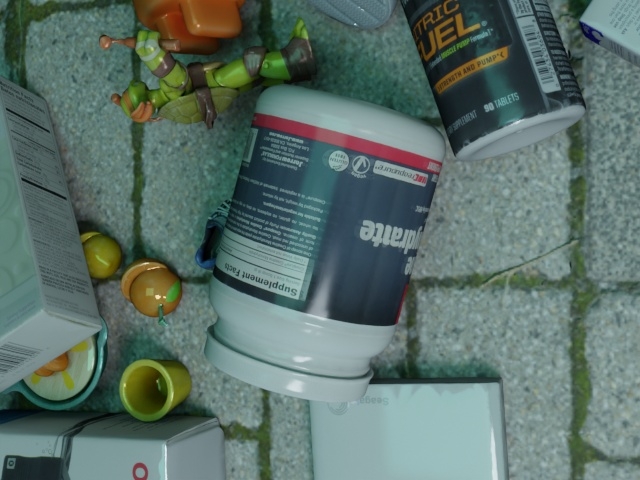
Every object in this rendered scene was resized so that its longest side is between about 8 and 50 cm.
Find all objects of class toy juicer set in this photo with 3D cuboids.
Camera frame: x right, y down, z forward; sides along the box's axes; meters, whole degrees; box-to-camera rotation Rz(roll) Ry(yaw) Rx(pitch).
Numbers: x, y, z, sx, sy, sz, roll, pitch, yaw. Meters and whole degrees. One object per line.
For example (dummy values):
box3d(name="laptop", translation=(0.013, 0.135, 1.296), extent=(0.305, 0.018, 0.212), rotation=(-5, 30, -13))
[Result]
box3d(name="toy juicer set", translation=(-0.307, 0.093, 1.007), extent=(0.328, 0.089, 0.209), rotation=(1, 90, 21))

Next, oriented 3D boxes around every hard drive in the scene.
box3d(name="hard drive", translation=(0.095, 0.298, 0.885), extent=(0.202, 0.040, 0.308), rotation=(-4, 89, 20))

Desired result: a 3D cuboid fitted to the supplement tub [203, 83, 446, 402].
box3d(name="supplement tub", translation=(0.000, 0.000, 0.840), extent=(0.191, 0.191, 0.272), rotation=(17, 96, 19))

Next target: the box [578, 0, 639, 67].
box3d(name="box", translation=(0.331, -0.213, 0.783), extent=(0.137, 0.072, 0.126), rotation=(37, 101, 17))

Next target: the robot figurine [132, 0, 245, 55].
box3d(name="robot figurine", translation=(-0.157, -0.313, 0.934), extent=(0.128, 0.158, 0.220), rotation=(-15, 84, -10))

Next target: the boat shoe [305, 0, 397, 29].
box3d(name="boat shoe", translation=(-0.023, -0.347, 0.861), extent=(0.302, 0.094, 0.109), rotation=(45, 143, -19))

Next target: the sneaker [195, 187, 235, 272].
box3d(name="sneaker", translation=(-0.094, -0.021, 0.946), extent=(0.052, 0.058, 0.135), rotation=(31, 99, 17))

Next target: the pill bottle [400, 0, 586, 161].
box3d(name="pill bottle", translation=(0.151, -0.210, 0.819), extent=(0.130, 0.130, 0.246), rotation=(-21, 82, 19))

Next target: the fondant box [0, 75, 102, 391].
box3d(name="fondant box", translation=(-0.401, 0.006, 0.991), extent=(0.238, 0.096, 0.330), rotation=(-32, 60, 17))

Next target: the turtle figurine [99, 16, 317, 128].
box3d(name="turtle figurine", translation=(-0.115, -0.163, 0.873), extent=(0.217, 0.269, 0.087), rotation=(-17, 82, -4))

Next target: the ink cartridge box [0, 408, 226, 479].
box3d(name="ink cartridge box", translation=(-0.271, 0.316, 0.971), extent=(0.307, 0.129, 0.223), rotation=(-2, 89, 20))
